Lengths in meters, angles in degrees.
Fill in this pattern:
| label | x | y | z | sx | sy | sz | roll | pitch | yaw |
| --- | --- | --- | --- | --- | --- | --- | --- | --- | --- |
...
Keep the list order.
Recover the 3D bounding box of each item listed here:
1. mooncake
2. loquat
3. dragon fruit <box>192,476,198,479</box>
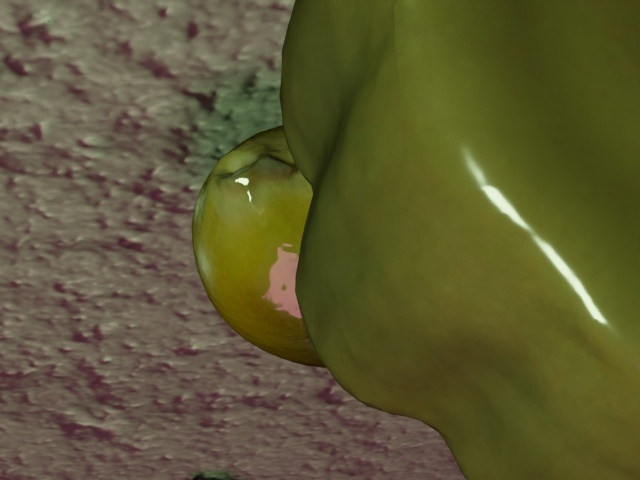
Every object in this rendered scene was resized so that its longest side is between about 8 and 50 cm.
| label | x | y | z | sx | sy | sz | roll | pitch | yaw |
| --- | --- | --- | --- | --- | --- | --- | --- | --- | --- |
| mooncake | 0.165 | -0.043 | 0.800 | 0.378 | 0.378 | 0.201 | 3 | 154 | -21 |
| loquat | 0.000 | 0.000 | 1.048 | 0.152 | 0.152 | 0.195 | -23 | 140 | 23 |
| dragon fruit | -0.036 | 0.283 | 1.570 | 0.125 | 0.125 | 0.246 | -47 | 128 | 1 |
